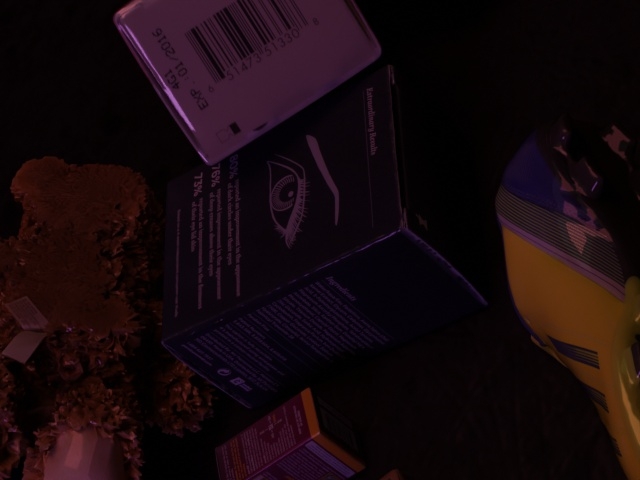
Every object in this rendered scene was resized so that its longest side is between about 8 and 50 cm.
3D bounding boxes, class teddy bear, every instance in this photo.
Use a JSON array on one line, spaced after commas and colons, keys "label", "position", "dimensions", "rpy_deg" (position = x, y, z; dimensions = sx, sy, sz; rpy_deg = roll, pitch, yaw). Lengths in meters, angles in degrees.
[{"label": "teddy bear", "position": [-0.192, 0.080, 1.214], "dimensions": [0.245, 0.113, 0.338], "rpy_deg": [-2, 40, -14]}]

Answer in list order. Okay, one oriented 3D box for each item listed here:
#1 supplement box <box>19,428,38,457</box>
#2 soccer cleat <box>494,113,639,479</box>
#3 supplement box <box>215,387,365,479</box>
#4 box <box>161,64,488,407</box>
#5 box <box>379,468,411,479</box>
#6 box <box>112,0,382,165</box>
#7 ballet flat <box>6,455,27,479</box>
[{"label": "supplement box", "position": [-0.273, 0.192, 1.292], "dimensions": [0.080, 0.078, 0.233], "rpy_deg": [6, 64, 48]}, {"label": "soccer cleat", "position": [0.175, 0.052, 1.005], "dimensions": [0.121, 0.093, 0.289], "rpy_deg": [-58, 34, 41]}, {"label": "supplement box", "position": [-0.020, 0.145, 1.115], "dimensions": [0.083, 0.055, 0.043], "rpy_deg": [-34, 41, 17]}, {"label": "box", "position": [0.000, 0.000, 1.166], "dimensions": [0.207, 0.108, 0.153], "rpy_deg": [-25, 46, 26]}, {"label": "box", "position": [0.008, 0.244, 0.996], "dimensions": [0.164, 0.021, 0.201], "rpy_deg": [-41, 25, 11]}, {"label": "box", "position": [-0.058, -0.157, 1.234], "dimensions": [0.148, 0.127, 0.232], "rpy_deg": [-33, 11, 1]}, {"label": "ballet flat", "position": [-0.187, 0.351, 1.058], "dimensions": [0.182, 0.164, 0.483], "rpy_deg": [-57, 29, 26]}]
